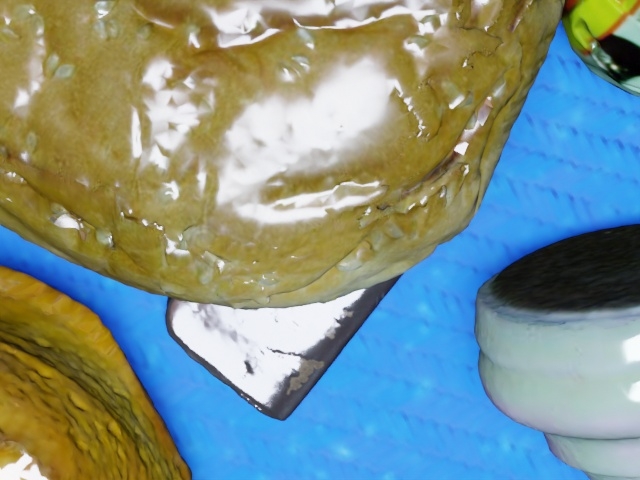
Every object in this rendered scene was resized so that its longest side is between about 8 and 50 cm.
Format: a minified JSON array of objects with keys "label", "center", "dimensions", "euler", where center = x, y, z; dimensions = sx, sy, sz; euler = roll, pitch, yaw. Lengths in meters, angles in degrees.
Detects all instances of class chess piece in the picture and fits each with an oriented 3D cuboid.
[{"label":"chess piece","center":[0.157,0.135,0.662],"dimensions":[0.139,0.139,0.272],"euler":[-14,106,1]}]

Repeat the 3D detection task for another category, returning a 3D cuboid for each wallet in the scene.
[{"label":"wallet","center":[0.000,0.000,0.692],"dimensions":[0.082,0.018,0.157],"euler":[40,93,-2]}]

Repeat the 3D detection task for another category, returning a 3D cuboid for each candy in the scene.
[{"label":"candy","center":[0.223,-0.034,0.666],"dimensions":[0.305,0.091,0.083],"euler":[42,91,-9]}]

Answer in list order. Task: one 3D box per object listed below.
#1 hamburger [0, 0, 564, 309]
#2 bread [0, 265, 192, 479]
[{"label":"hamburger","center":[-0.047,-0.112,0.618],"dimensions":[0.284,0.134,0.266],"euler":[21,95,3]},{"label":"bread","center":[-0.191,0.157,0.624],"dimensions":[0.312,0.172,0.312],"euler":[0,95,-2]}]
